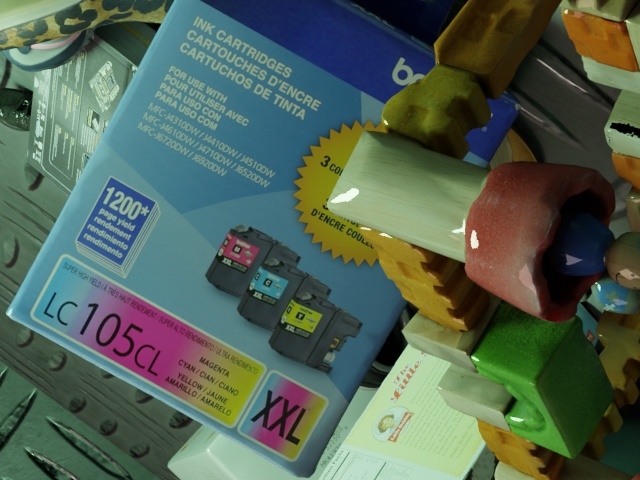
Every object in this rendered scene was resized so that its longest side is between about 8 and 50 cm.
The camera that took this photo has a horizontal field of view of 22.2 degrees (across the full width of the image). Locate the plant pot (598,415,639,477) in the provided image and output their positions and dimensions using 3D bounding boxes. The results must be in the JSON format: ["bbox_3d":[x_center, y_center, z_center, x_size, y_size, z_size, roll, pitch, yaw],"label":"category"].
[{"bbox_3d":[0.295,0.288,1.642,0.290,0.195,0.290,45,158,23],"label":"plant pot"}]

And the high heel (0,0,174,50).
[{"bbox_3d":[-0.165,-0.177,1.347,0.093,0.261,0.186,54,169,35],"label":"high heel"}]

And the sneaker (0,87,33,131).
[{"bbox_3d":[-0.322,-0.147,1.956,0.170,0.051,0.089,30,160,1],"label":"sneaker"}]

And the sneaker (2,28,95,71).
[{"bbox_3d":[-0.260,-0.232,1.468,0.319,0.131,0.112,-35,77,57],"label":"sneaker"}]

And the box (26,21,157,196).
[{"bbox_3d":[-0.212,-0.125,1.653,0.183,0.056,0.231,37,138,22],"label":"box"}]

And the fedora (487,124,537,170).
[{"bbox_3d":[0.097,-0.069,1.408,0.194,0.079,0.194,31,160,13],"label":"fedora"}]

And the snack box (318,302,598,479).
[{"bbox_3d":[0.119,0.187,1.588,0.187,0.322,0.060,8,148,53],"label":"snack box"}]

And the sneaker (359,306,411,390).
[{"bbox_3d":[0.007,0.076,1.857,0.268,0.101,0.153,36,160,-17],"label":"sneaker"}]

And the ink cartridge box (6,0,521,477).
[{"bbox_3d":[-0.026,-0.058,1.266,0.270,0.395,0.151,29,-174,-2],"label":"ink cartridge box"}]

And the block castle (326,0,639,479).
[{"bbox_3d":[0.221,0.009,1.061,0.213,0.303,0.453,20,156,35],"label":"block castle"}]

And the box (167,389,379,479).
[{"bbox_3d":[-0.048,0.266,2.135,0.168,0.215,0.345,45,164,-3],"label":"box"}]
